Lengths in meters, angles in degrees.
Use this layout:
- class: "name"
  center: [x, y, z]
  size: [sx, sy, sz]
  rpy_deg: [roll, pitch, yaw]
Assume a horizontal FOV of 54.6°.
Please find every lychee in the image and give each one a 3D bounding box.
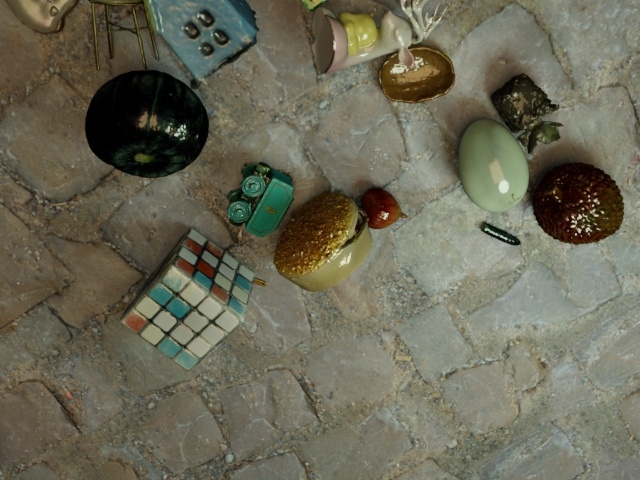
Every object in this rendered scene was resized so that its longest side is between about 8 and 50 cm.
- class: "lychee"
  center: [0.721, -0.095, 1.721]
  size: [0.271, 0.236, 0.236]
  rpy_deg: [16, 112, -25]

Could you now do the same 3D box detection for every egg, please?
- class: "egg"
  center: [0.468, -0.203, 1.693]
  size: [0.182, 0.183, 0.264]
  rpy_deg: [-17, 106, 6]

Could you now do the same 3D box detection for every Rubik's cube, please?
- class: "Rubik's cube"
  center: [-0.370, 0.165, 1.779]
  size: [0.256, 0.253, 0.259]
  rpy_deg: [39, 113, -14]

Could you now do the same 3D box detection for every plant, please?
- class: "plant"
  center: [0.556, -0.340, 1.663]
  size: [0.203, 0.131, 0.142]
  rpy_deg: [42, 96, -14]

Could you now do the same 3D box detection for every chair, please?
- class: "chair"
  center: [-0.497, -0.599, 1.535]
  size: [0.159, 0.170, 0.326]
  rpy_deg: [2, 119, -1]

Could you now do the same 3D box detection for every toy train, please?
- class: "toy train"
  center: [-0.170, -0.116, 1.757]
  size: [0.163, 0.112, 0.203]
  rpy_deg: [25, 112, -17]

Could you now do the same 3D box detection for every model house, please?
- class: "model house"
  center: [-0.305, -0.564, 1.470]
  size: [0.215, 0.237, 0.303]
  rpy_deg: [-29, 127, 12]

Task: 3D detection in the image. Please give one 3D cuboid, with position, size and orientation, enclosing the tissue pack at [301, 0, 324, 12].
- class: "tissue pack"
  center: [0.010, -0.685, 1.508]
  size: [0.209, 0.148, 0.156]
  rpy_deg: [-34, 110, 12]

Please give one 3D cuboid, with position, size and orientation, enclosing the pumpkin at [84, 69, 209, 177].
- class: "pumpkin"
  center: [-0.441, -0.309, 1.595]
  size: [0.315, 0.239, 0.315]
  rpy_deg: [5, 154, 2]

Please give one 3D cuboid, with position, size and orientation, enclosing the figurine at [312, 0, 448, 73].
- class: "figurine"
  center: [0.152, -0.540, 1.504]
  size: [0.315, 0.206, 0.284]
  rpy_deg: [-16, 141, -16]

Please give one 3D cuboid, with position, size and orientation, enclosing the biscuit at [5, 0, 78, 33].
- class: "biscuit"
  center: [-0.709, -0.639, 1.569]
  size: [0.181, 0.049, 0.208]
  rpy_deg: [39, 108, -16]

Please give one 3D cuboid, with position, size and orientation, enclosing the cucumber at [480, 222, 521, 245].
- class: "cucumber"
  center: [0.543, -0.013, 1.852]
  size: [0.133, 0.032, 0.032]
  rpy_deg: [24, 110, -12]

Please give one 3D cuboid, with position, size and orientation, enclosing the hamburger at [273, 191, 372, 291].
- class: "hamburger"
  center: [0.000, 0.000, 1.719]
  size: [0.302, 0.302, 0.170]
  rpy_deg: [-32, 117, 11]

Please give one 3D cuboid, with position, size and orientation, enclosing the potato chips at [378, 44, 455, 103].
- class: "potato chips"
  center: [0.255, -0.445, 1.662]
  size: [0.201, 0.049, 0.150]
  rpy_deg: [-14, 107, 4]

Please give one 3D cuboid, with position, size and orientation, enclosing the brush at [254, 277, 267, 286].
- class: "brush"
  center: [-0.243, 0.108, 1.897]
  size: [0.170, 0.014, 0.043]
  rpy_deg: [20, 112, -10]

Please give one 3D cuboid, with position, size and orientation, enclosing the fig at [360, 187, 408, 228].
- class: "fig"
  center: [0.190, -0.084, 1.773]
  size: [0.153, 0.119, 0.119]
  rpy_deg: [13, 111, -7]
